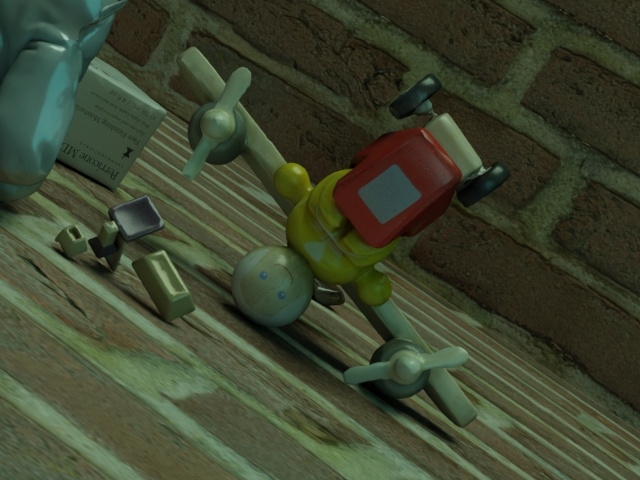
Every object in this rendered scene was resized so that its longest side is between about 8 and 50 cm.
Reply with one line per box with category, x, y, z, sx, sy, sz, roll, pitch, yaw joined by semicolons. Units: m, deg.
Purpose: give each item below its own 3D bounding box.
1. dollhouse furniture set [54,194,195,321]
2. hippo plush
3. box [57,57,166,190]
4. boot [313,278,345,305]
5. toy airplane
dollhouse furniture set;-0.174;0.038;1.502;0.114;0.091;0.081;57;-30;17
hippo plush;-0.314;-0.183;1.469;0.237;0.234;0.294;23;-26;-11
box;-0.315;-0.174;2.039;0.181;0.119;0.182;30;7;-38
boot;0.010;0.062;2.288;0.106;0.037;0.114;13;13;-37
toy airplane;0.000;0.000;1.818;0.386;0.272;0.384;26;-38;36
